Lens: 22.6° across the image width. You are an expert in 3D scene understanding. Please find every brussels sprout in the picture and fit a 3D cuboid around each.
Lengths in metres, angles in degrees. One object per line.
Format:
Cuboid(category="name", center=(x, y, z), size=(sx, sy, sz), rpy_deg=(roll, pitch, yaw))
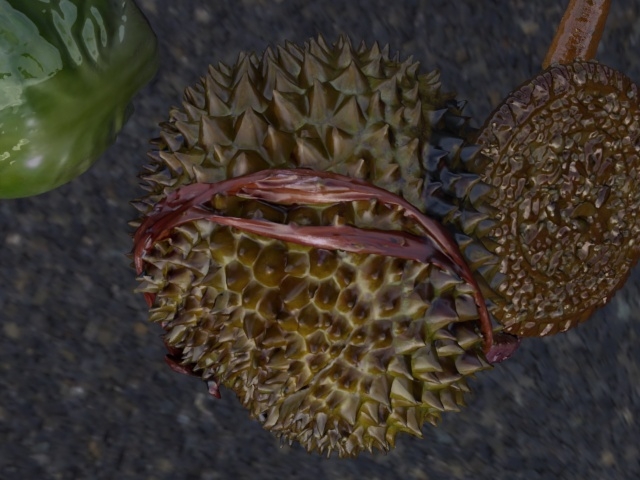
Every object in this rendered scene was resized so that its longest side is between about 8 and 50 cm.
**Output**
Cuboid(category="brussels sprout", center=(-0.266, -0.153, 1.382), size=(0.244, 0.244, 0.244), rpy_deg=(-3, 76, 14))

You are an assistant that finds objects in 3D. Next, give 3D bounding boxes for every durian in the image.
Cuboid(category="durian", center=(0.001, 0.003, 1.339), size=(0.348, 0.347, 0.384), rpy_deg=(-30, 51, 6))

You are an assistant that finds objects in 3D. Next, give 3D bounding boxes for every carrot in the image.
Cuboid(category="carrot", center=(0.331, -0.302, 1.966), size=(0.061, 0.061, 0.209), rpy_deg=(23, 111, 18))

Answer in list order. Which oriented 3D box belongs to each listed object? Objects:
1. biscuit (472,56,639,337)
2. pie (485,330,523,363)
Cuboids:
Cuboid(category="biscuit", center=(0.254, -0.040, 1.669), size=(0.038, 0.305, 0.305), rpy_deg=(25, 83, 49))
Cuboid(category="pie", center=(0.155, 0.089, 1.799), size=(0.154, 0.153, 0.038), rpy_deg=(25, 114, 18))
